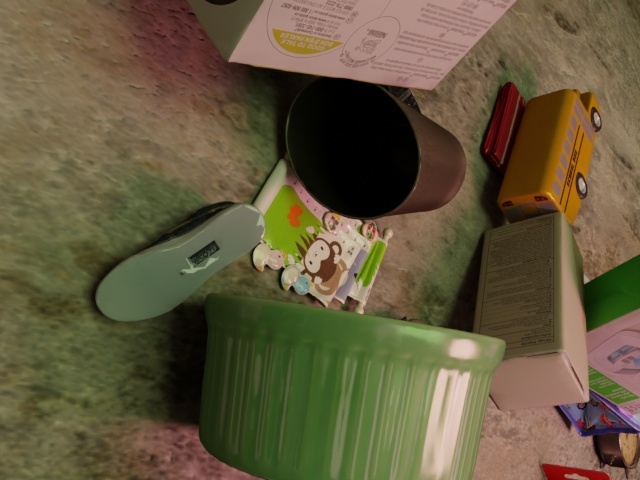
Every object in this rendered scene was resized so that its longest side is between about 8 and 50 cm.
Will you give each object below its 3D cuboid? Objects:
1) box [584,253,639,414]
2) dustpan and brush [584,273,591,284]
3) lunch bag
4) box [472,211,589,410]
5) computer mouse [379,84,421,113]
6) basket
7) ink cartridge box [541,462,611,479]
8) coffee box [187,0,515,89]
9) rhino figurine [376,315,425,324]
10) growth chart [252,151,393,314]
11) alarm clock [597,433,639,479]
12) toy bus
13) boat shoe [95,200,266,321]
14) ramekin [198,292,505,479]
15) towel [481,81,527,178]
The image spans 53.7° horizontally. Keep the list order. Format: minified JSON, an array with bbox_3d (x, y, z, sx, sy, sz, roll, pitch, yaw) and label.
[{"bbox_3d":[0.550,0.165,1.079,0.231,0.262,0.127,32,55,-7],"label":"box"},{"bbox_3d":[0.454,0.071,1.214,0.211,0.060,0.147,-24,69,-32],"label":"dustpan and brush"},{"bbox_3d":[0.514,0.211,1.265,0.293,0.138,0.221,43,54,-13],"label":"lunch bag"},{"bbox_3d":[0.341,0.107,1.021,0.121,0.148,0.311,55,38,-28],"label":"box"},{"bbox_3d":[0.084,-0.257,0.949,0.242,0.041,0.071,60,39,-11],"label":"computer mouse"},{"bbox_3d":[0.094,-0.107,0.832,0.204,0.154,0.227,46,22,26],"label":"basket"},{"bbox_3d":[0.483,0.531,1.154,0.078,0.134,0.231,-34,107,-43],"label":"ink cartridge box"},{"bbox_3d":[0.035,-0.394,0.630,0.338,0.334,0.338,-9,61,-46],"label":"coffee box"},{"bbox_3d":[0.140,0.170,0.904,0.243,0.073,0.106,32,68,-40],"label":"rhino figurine"},{"bbox_3d":[0.000,0.000,0.828,0.237,0.021,0.172,37,58,-33],"label":"growth chart"},{"bbox_3d":[0.665,0.419,1.408,0.129,0.064,0.192,40,59,-34],"label":"alarm clock"},{"bbox_3d":[0.437,-0.167,1.195,0.130,0.108,0.333,45,54,-30],"label":"toy bus"},{"bbox_3d":[-0.145,0.019,0.653,0.183,0.083,0.065,-31,107,-16],"label":"boat shoe"},{"bbox_3d":[0.023,0.150,0.638,0.303,0.303,0.148,16,79,-43],"label":"ramekin"},{"bbox_3d":[0.418,-0.161,1.273,0.275,0.031,0.199,43,56,-33],"label":"towel"}]
